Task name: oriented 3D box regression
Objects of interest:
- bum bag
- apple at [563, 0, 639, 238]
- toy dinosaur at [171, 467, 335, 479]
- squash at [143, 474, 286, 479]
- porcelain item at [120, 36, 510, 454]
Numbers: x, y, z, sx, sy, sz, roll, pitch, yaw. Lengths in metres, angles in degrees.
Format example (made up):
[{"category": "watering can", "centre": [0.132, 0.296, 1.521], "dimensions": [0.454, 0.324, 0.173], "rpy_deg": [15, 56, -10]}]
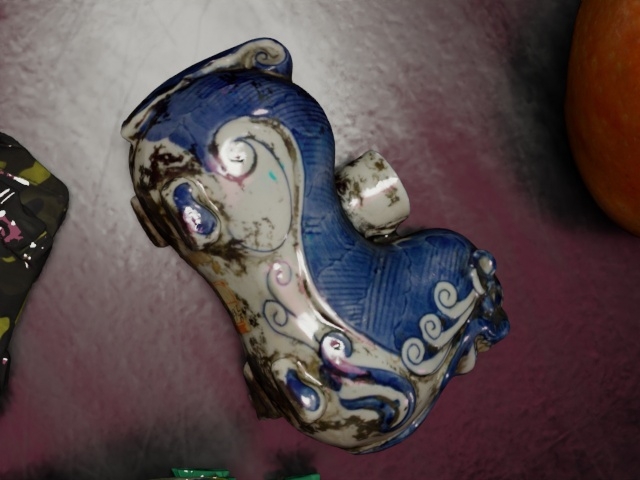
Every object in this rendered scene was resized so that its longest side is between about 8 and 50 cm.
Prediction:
[{"category": "bum bag", "centre": [-0.244, 0.039, 0.940], "dimensions": [0.106, 0.060, 0.233], "rpy_deg": [15, 88, 2]}, {"category": "apple", "centre": [0.271, -0.111, 0.928], "dimensions": [0.229, 0.230, 0.230], "rpy_deg": [0, 92, -7]}, {"category": "toy dinosaur", "centre": [-0.014, 0.227, 0.962], "dimensions": [0.259, 0.094, 0.153], "rpy_deg": [-5, 89, -11]}, {"category": "squash", "centre": [-0.170, 0.206, 0.897], "dimensions": [0.331, 0.087, 0.087], "rpy_deg": [-15, 94, 13]}, {"category": "porcelain item", "centre": [0.000, 0.000, 0.935], "dimensions": [0.186, 0.138, 0.288], "rpy_deg": [-35, 97, -15]}]
